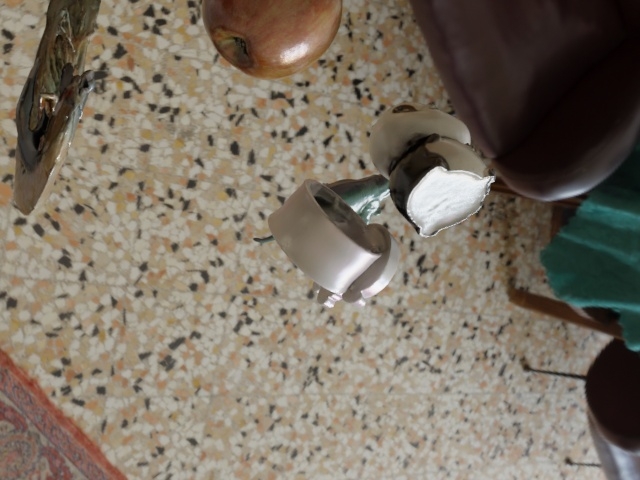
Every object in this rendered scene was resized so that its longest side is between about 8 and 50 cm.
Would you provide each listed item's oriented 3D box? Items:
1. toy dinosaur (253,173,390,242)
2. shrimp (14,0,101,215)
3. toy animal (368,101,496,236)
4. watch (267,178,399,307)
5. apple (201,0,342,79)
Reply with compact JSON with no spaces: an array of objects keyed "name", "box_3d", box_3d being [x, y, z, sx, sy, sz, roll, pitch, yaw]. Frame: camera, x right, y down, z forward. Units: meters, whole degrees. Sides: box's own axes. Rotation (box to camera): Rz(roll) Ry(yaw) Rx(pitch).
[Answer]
[{"name":"toy dinosaur","box_3d":[0.055,-0.120,1.464,0.383,0.129,0.331,-10,147,-18]},{"name":"shrimp","box_3d":[-0.212,-0.128,0.546,0.046,0.152,0.220,15,78,-26]},{"name":"toy animal","box_3d":[0.185,-0.148,1.219,0.187,0.235,0.165,7,138,-29]},{"name":"watch","box_3d":[0.000,0.000,1.269,0.231,0.244,0.196,31,110,-36]},{"name":"apple","box_3d":[-0.068,-0.320,0.943,0.174,0.188,0.188,-52,122,-19]}]
